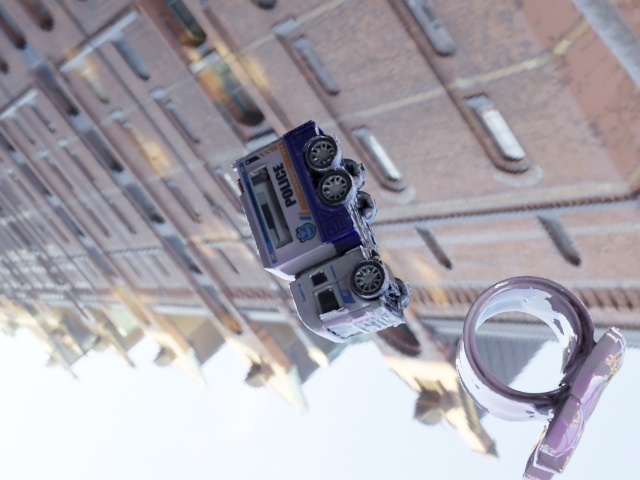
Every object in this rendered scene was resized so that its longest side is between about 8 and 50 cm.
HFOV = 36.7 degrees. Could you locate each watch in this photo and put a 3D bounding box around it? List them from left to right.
[{"bbox_3d":[0.290,0.187,1.366,0.248,0.218,0.211,-53,163,-19],"label":"watch"}]

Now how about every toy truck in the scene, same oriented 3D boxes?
[{"bbox_3d":[0.000,0.000,1.224,0.155,0.268,0.124,-25,158,13],"label":"toy truck"}]
